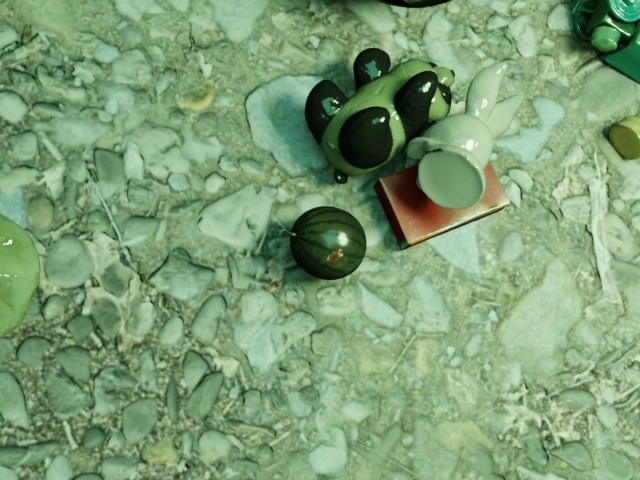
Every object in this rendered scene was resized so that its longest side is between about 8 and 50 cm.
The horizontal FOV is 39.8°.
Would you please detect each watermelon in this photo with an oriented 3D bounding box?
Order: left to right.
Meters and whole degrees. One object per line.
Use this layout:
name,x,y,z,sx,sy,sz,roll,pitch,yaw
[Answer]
watermelon,0.000,0.000,1.249,0.133,0.105,0.105,17,76,-27

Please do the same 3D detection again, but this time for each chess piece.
chess piece,0.521,-0.187,1.396,0.122,0.066,0.066,-37,87,-18

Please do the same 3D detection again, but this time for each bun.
bun,-0.469,0.046,1.164,0.196,0.118,0.195,2,76,-10

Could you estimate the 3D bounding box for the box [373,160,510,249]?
box,0.181,-0.069,1.323,0.175,0.048,0.112,-21,81,-12

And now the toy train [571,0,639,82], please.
toy train,0.538,-0.402,1.413,0.194,0.120,0.298,29,76,-10

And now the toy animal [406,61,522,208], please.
toy animal,0.207,-0.153,1.278,0.103,0.131,0.220,51,48,-24

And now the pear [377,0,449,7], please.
pear,0.122,-0.511,1.336,0.399,0.165,0.398,2,79,-9

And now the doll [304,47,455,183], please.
doll,0.092,-0.190,1.291,0.234,0.135,0.143,-40,53,-15
